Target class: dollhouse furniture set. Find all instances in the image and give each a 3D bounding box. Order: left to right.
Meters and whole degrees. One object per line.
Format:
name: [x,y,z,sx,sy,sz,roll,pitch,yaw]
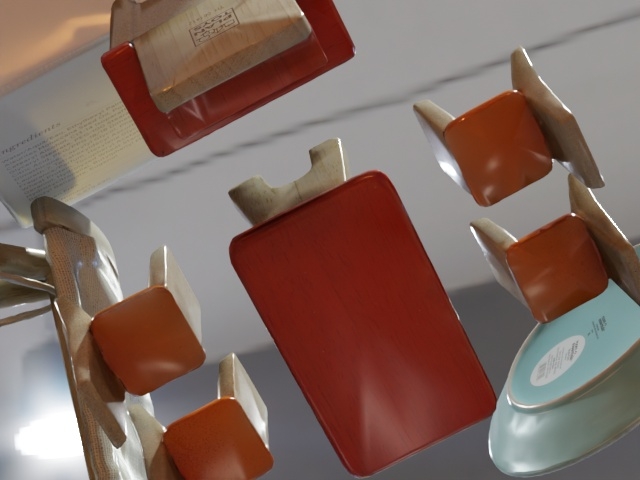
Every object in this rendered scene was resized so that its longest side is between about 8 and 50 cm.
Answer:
dollhouse furniture set: [0.000,0.000,0.833,0.262,0.135,0.259,-28,-62,1]

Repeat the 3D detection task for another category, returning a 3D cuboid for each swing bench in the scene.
swing bench: [-0.201,0.119,1.039,0.254,0.253,0.165,-1,-35,-26]

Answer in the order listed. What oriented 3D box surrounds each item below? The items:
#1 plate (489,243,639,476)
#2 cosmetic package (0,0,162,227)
plate: [0.156,0.051,0.993,0.024,0.188,0.188,46,-49,-14]
cosmetic package: [-0.159,-0.129,1.064,0.151,0.151,0.184,-27,-18,-5]
